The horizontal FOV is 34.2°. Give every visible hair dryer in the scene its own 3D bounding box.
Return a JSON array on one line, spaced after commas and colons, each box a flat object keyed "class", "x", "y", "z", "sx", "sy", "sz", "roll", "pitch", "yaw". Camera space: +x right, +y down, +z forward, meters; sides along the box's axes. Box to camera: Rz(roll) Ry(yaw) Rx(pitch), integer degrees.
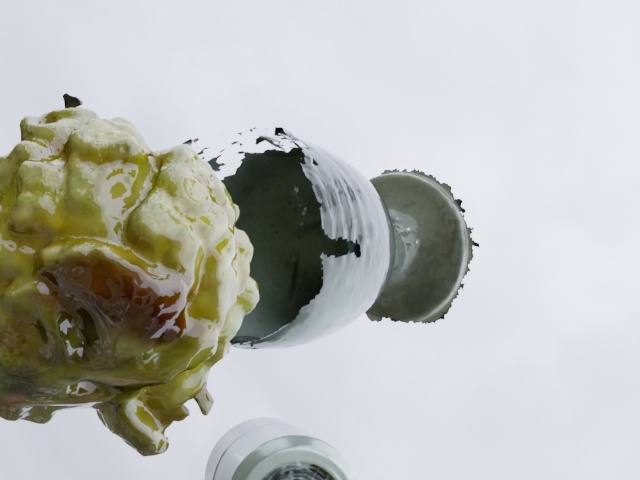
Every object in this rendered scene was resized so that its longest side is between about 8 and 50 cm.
[{"class": "hair dryer", "x": -0.026, "y": 0.327, "z": 0.826, "sx": 0.173, "sy": 0.107, "sz": 0.357, "roll": 159, "pitch": -72, "yaw": -79}]

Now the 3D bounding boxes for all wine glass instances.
[{"class": "wine glass", "x": 0.003, "y": 0.005, "z": 0.973, "sx": 0.190, "sy": 0.357, "sz": 0.191, "roll": -3, "pitch": -95, "yaw": 30}]

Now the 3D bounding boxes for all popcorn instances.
[{"class": "popcorn", "x": -0.143, "y": 0.025, "z": 0.652, "sx": 0.189, "sy": 0.218, "sz": 0.169, "roll": 39, "pitch": 32, "yaw": -36}]
